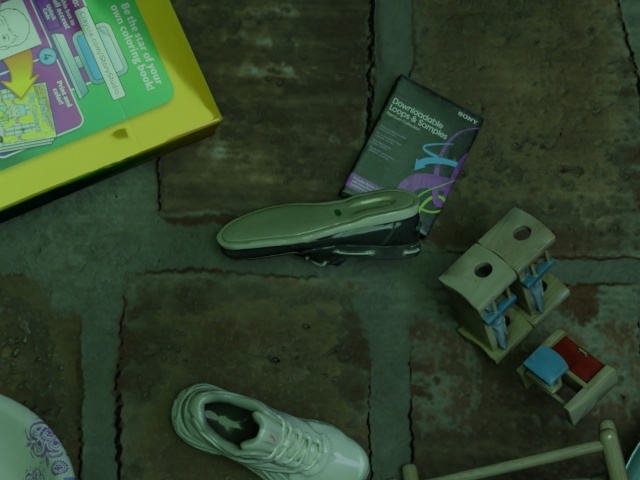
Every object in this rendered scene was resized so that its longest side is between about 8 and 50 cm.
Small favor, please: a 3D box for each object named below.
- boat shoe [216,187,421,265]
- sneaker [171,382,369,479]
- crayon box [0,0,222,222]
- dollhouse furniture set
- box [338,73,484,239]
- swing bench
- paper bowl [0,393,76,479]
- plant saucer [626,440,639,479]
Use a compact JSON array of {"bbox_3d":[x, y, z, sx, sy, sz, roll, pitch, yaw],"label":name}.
[{"bbox_3d":[0.000,0.000,1.747,0.233,0.084,0.079,-7,122,-1],"label":"boat shoe"},{"bbox_3d":[-0.052,0.225,1.691,0.232,0.115,0.090,18,80,-7],"label":"sneaker"},{"bbox_3d":[-0.325,-0.231,1.706,0.313,0.106,0.363,-23,88,-13],"label":"crayon box"},{"bbox_3d":[0.251,0.082,1.714,0.129,0.129,0.183,-43,55,-12],"label":"dollhouse furniture set"},{"bbox_3d":[0.108,-0.099,1.803,0.116,0.029,0.162,27,78,-6],"label":"box"},{"bbox_3d":[0.226,0.348,1.661,0.253,0.165,0.255,-15,85,10],"label":"swing bench"},{"bbox_3d":[-0.393,0.299,1.572,0.284,0.148,0.284,6,49,-7],"label":"paper bowl"},{"bbox_3d":[0.482,0.331,1.772,0.317,0.044,0.318,1,83,-11],"label":"plant saucer"}]
